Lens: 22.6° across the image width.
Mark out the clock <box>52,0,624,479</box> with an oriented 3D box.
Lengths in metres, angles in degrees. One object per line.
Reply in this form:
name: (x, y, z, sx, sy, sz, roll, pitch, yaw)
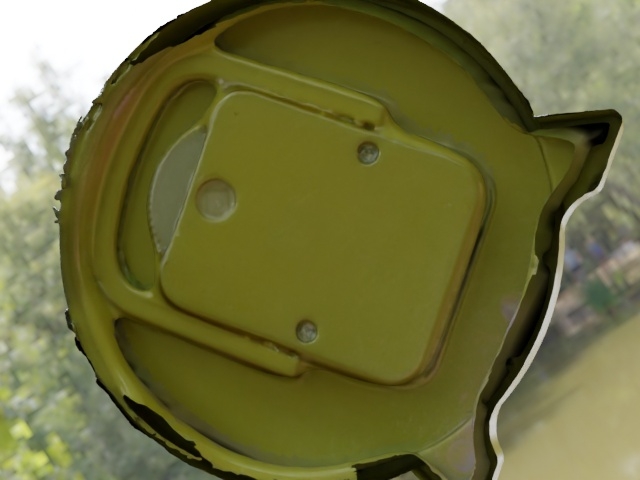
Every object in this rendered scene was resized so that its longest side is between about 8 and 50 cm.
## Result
clock: (0.000, 0.000, 0.879, 0.277, 0.293, 0.071, -65, -14, 3)
